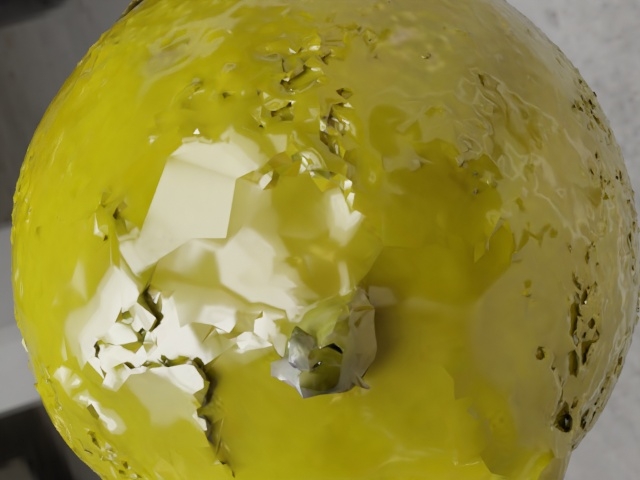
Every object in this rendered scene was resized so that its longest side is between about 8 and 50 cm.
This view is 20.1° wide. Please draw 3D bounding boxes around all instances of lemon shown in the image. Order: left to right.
[{"bbox_3d":[0.000,0.000,0.504,0.206,0.173,0.173,-107,11,-55],"label":"lemon"}]
